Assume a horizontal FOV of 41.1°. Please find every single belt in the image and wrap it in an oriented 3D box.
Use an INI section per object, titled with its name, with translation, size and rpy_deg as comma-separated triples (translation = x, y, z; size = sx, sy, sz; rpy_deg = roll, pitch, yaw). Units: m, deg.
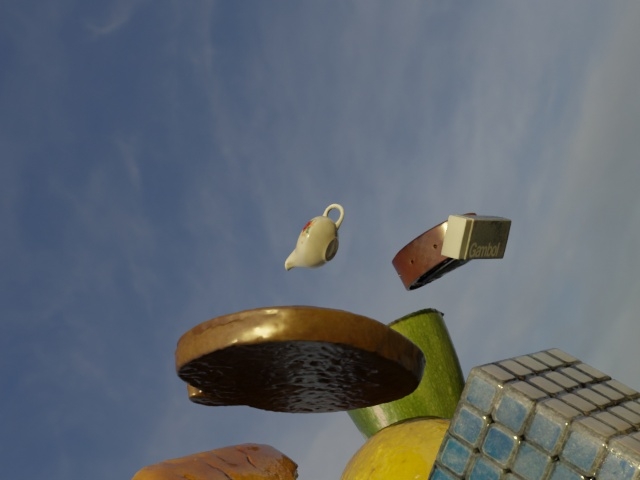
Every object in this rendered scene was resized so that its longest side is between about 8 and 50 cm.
[belt]
translation = 0.302, 0.028, 2.135
size = 0.184, 0.105, 0.261
rpy_deg = -9, -24, -44

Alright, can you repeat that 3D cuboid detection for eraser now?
[eraser]
translation = 0.331, -0.006, 1.796
size = 0.213, 0.046, 0.091
rpy_deg = -1, -75, -53

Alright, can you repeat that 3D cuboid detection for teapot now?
[teapot]
translation = 0.000, 0.000, 2.256
size = 0.226, 0.092, 0.145
rpy_deg = -56, -27, -19

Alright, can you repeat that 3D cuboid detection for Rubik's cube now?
[Rubik's cube]
translation = 0.298, 0.292, 1.056
size = 0.238, 0.237, 0.236
rpy_deg = 0, -66, -49

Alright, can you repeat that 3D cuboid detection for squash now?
[squash]
translation = 0.210, 0.353, 1.872
size = 0.310, 0.308, 0.310
rpy_deg = -26, -22, -11

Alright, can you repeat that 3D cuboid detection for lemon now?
[lemon]
translation = 0.189, 0.470, 1.411
size = 0.349, 0.350, 0.387
rpy_deg = -69, 15, -5

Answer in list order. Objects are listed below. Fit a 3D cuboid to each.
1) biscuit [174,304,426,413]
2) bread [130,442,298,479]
[biscuit]
translation = -0.039, 0.177, 1.242
size = 0.394, 0.351, 0.070
rpy_deg = 42, -141, -57
[bread]
translation = -0.154, 0.424, 1.375
size = 0.344, 0.195, 0.148
rpy_deg = 3, -56, -55
